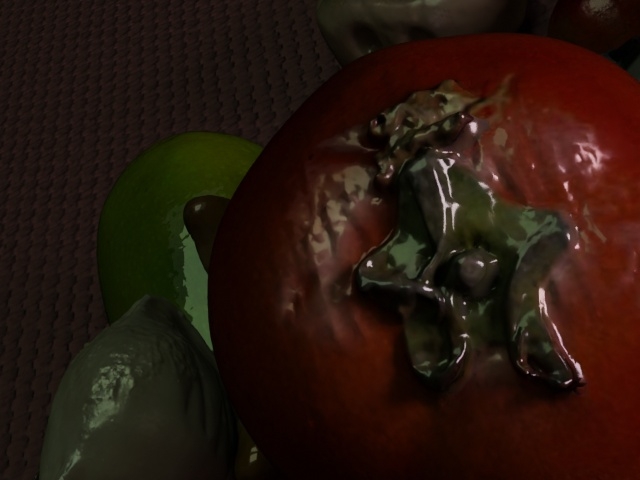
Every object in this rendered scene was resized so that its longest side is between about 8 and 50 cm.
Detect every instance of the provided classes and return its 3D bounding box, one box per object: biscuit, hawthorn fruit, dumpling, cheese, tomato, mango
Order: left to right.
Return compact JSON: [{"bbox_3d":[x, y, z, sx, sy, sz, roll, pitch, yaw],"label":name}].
[{"bbox_3d":[-0.104,0.138,1.037,0.126,0.166,0.216,-49,18,17],"label":"dumpling"},{"bbox_3d":[-0.082,0.045,1.252,0.192,0.156,0.343,-41,44,22],"label":"mango"},{"bbox_3d":[-0.026,0.075,1.087,0.047,0.164,0.208,-23,70,23],"label":"biscuit"},{"bbox_3d":[0.110,-0.237,1.535,0.218,0.117,0.235,-39,31,-15],"label":"cheese"},{"bbox_3d":[0.091,0.033,0.946,0.321,0.321,0.321,-22,33,15],"label":"tomato"},{"bbox_3d":[0.254,-0.178,1.331,0.125,0.140,0.125,4,21,-1],"label":"hawthorn fruit"}]

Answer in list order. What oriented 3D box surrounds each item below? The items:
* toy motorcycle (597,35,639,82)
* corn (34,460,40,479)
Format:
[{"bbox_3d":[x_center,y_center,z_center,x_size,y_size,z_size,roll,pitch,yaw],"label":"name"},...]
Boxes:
[{"bbox_3d":[0.242,-0.051,1.139,0.188,0.143,0.327,-61,24,-3],"label":"toy motorcycle"},{"bbox_3d":[-0.117,0.221,1.098,0.106,0.106,0.305,-36,34,-8],"label":"corn"}]
